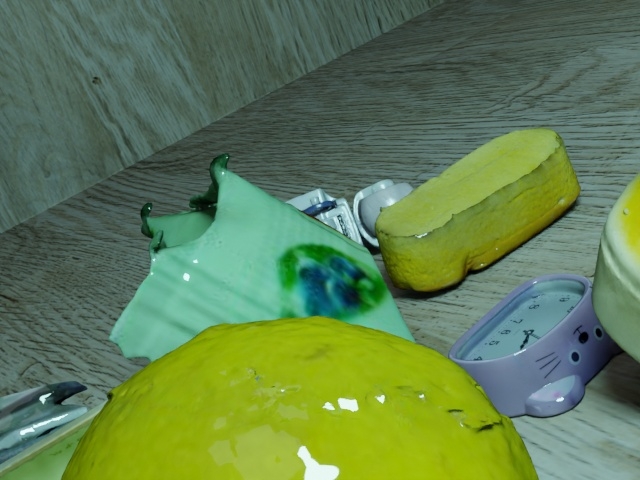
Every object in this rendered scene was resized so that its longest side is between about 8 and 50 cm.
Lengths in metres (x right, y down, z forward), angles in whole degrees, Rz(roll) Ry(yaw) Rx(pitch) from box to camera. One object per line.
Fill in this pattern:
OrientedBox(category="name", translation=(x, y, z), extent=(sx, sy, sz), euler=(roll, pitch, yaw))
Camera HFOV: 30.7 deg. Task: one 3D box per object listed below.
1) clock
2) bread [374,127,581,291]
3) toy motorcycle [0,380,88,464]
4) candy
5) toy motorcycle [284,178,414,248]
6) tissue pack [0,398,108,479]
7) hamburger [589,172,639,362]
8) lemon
OrientedBox(category="clock", translation=(0.179, 0.082, 0.937), extent=(0.110, 0.050, 0.152), euler=(-3, 26, 49))
OrientedBox(category="bread", translation=(0.169, -0.029, 1.228), extent=(0.245, 0.094, 0.102), euler=(-32, 28, -24))
OrientedBox(category="toy motorcycle", translation=(-0.270, 0.208, 0.964), extent=(0.188, 0.143, 0.327), euler=(-18, -4, -33))
OrientedBox(category="candy", translation=(-0.043, 0.056, 1.002), extent=(0.172, 0.262, 0.398), euler=(-56, 11, -1))
OrientedBox(category="toy motorcycle", translation=(0.000, 0.000, 1.378), extent=(0.254, 0.112, 0.112), euler=(-21, 17, 5))
OrientedBox(category="tissue pack", translation=(-0.167, 0.223, 0.777), extent=(0.234, 0.159, 0.125), euler=(-30, 17, -20))
OrientedBox(category="hamburger", translation=(0.281, 0.020, 0.822), extent=(0.210, 0.173, 0.116), euler=(-43, -12, -51))
OrientedBox(category="lemon", translation=(-0.013, 0.162, 0.611), extent=(0.260, 0.261, 0.284), euler=(-26, 17, -8))
